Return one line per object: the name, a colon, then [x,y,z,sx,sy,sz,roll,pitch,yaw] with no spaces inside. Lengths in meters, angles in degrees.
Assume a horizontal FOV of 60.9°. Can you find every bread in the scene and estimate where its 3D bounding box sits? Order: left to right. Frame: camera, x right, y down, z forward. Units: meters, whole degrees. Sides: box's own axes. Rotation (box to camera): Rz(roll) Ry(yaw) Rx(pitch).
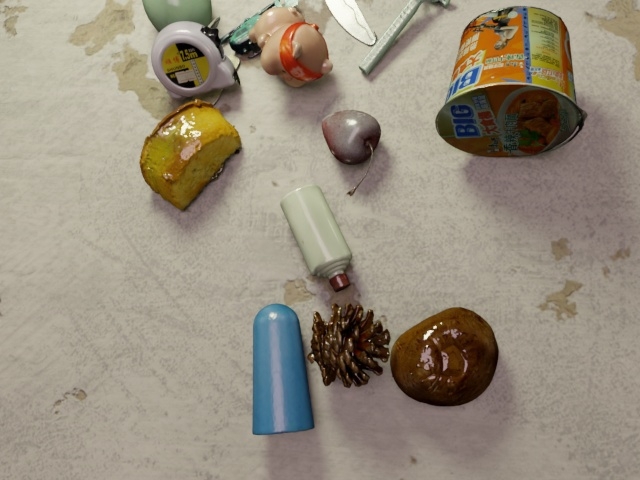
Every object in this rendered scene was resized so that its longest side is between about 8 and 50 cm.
bread: [-0.327,-0.217,1.307,0.260,0.147,0.160,-46,73,-2]

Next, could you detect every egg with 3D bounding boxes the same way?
egg: [-0.365,-0.611,1.376,0.167,0.168,0.231,-23,76,4]

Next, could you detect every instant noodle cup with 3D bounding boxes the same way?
instant noodle cup: [0.400,-0.335,1.156,0.296,0.296,0.214,6,72,10]

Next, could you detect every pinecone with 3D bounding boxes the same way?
pinecone: [0.061,0.219,1.143,0.195,0.149,0.179,-17,84,47]

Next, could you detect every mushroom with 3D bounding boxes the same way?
mushroom: [0.262,0.247,1.124,0.231,0.138,0.194,-37,76,1]

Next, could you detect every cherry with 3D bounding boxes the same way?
cherry: [0.054,-0.218,1.263,0.148,0.115,0.188,32,91,-6]

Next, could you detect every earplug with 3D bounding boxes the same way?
earplug: [-0.090,0.273,1.186,0.132,0.132,0.273,-7,74,8]

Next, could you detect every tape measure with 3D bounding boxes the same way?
tape measure: [-0.314,-0.446,1.332,0.195,0.179,0.105,-8,39,8]

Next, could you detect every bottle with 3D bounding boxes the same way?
bottle: [0.000,0.000,1.232,0.104,0.104,0.245,-25,76,4]

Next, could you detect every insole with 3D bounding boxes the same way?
insole: [-0.273,-0.397,1.401,0.063,0.010,0.192,34,86,14]

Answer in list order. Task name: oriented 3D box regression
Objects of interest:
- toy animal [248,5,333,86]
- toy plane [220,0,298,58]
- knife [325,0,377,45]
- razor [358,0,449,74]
toy animal: [-0.067,-0.461,1.304,0.171,0.171,0.198,-33,58,2]
toy plane: [-0.154,-0.547,1.391,0.235,0.060,0.096,-32,63,6]
knife: [0.046,-0.633,1.383,0.081,0.043,0.336,-24,78,10]
razor: [0.191,-0.523,1.327,0.111,0.056,0.278,39,87,13]
